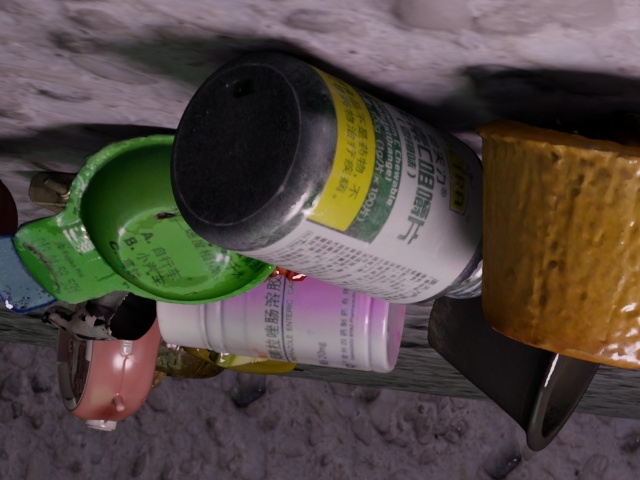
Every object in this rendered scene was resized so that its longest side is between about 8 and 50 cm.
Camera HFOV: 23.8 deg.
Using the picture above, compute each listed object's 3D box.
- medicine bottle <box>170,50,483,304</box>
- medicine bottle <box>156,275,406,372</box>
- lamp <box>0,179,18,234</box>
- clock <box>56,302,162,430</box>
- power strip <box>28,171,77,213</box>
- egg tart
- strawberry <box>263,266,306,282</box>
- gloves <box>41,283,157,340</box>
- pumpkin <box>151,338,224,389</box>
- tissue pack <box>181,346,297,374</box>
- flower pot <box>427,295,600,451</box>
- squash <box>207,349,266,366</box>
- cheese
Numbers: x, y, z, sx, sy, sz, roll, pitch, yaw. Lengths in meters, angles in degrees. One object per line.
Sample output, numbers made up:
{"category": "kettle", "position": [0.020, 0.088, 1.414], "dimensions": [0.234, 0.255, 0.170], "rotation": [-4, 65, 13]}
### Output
{"category": "medicine bottle", "position": [0.033, -0.033, 1.129], "dimensions": [0.141, 0.141, 0.293], "rotation": [0, 167, 39]}
{"category": "medicine bottle", "position": [-0.039, 0.056, 1.660], "dimensions": [0.254, 0.152, 0.152], "rotation": [6, 170, 10]}
{"category": "lamp", "position": [-0.377, -0.041, 1.471], "dimensions": [0.182, 0.140, 0.182], "rotation": [22, 161, 8]}
{"category": "clock", "position": [-0.295, 0.154, 2.188], "dimensions": [0.142, 0.241, 0.227], "rotation": [9, 170, -23]}
{"category": "power strip", "position": [-0.231, -0.034, 1.647], "dimensions": [0.092, 0.034, 0.268], "rotation": [5, 170, 21]}
{"category": "egg tart", "position": [0.202, -0.006, 1.067], "dimensions": [0.215, 0.170, 0.215], "rotation": [11, -174, -1]}
{"category": "strawberry", "position": [-0.002, -0.005, 1.522], "dimensions": [0.208, 0.087, 0.167], "rotation": [-2, -174, -21]}
{"category": "gloves", "position": [-0.300, 0.066, 2.023], "dimensions": [0.111, 0.127, 0.212], "rotation": [-1, -163, -31]}
{"category": "pumpkin", "position": [-0.247, 0.164, 2.432], "dimensions": [0.219, 0.162, 0.219], "rotation": [12, 169, 2]}
{"category": "tissue pack", "position": [-0.107, 0.133, 2.233], "dimensions": [0.178, 0.123, 0.127], "rotation": [17, 171, -36]}
{"category": "flower pot", "position": [0.196, 0.070, 1.463], "dimensions": [0.148, 0.235, 0.235], "rotation": [24, 176, 19]}
{"category": "squash", "position": [-0.021, 0.105, 2.020], "dimensions": [0.289, 0.111, 0.203], "rotation": [17, -161, -25]}
{"category": "cheese", "position": [-0.169, -0.005, 1.385], "dimensions": [0.320, 0.083, 0.204], "rotation": [-15, 128, 19]}
